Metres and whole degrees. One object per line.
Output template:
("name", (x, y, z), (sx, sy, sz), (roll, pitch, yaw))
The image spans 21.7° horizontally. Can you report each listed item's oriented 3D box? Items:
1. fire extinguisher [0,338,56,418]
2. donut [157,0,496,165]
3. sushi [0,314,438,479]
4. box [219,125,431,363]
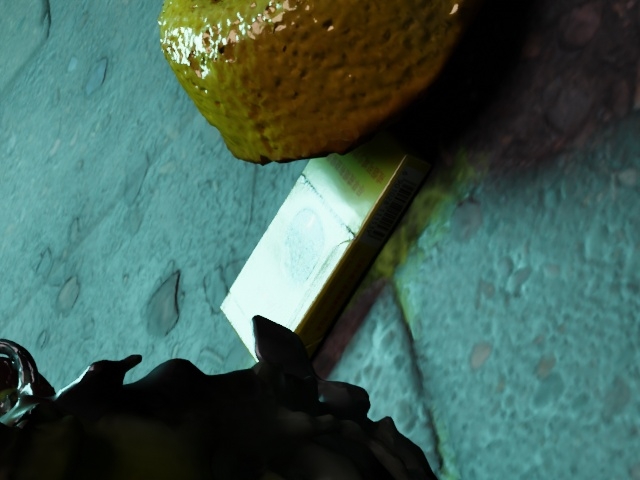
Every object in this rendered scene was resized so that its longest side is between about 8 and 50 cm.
("fire extinguisher", (-0.277, 0.169, 1.195), (0.341, 0.105, 0.141), (-29, 64, 44))
("donut", (0.014, -0.156, 0.963), (0.253, 0.118, 0.253), (-34, 29, 21))
("sushi", (-0.085, 0.219, 0.726), (0.294, 0.299, 0.281), (-46, 66, 34))
("box", (0.000, 0.000, 0.972), (0.155, 0.023, 0.087), (-58, 37, 13))
